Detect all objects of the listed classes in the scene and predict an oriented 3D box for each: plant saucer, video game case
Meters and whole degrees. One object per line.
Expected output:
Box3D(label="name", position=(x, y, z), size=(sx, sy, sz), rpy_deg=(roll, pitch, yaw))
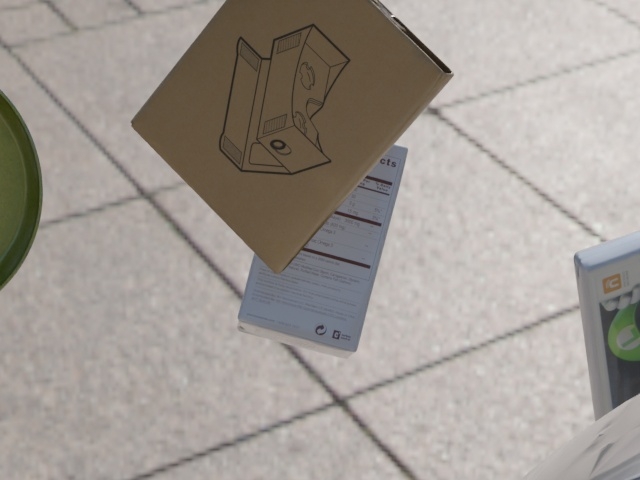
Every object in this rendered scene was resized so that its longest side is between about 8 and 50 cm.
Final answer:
Box3D(label="plant saucer", position=(-0.355, -0.048, 1.301), size=(0.241, 0.241, 0.037), rpy_deg=(6, 7, 5))
Box3D(label="video game case", position=(0.239, 0.057, 0.868), size=(0.173, 0.190, 0.022), rpy_deg=(-19, 37, -5))

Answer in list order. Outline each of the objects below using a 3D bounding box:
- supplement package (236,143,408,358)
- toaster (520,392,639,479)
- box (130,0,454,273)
Box3D(label="supplement package", position=(0.000, 0.000, 1.267), size=(0.105, 0.179, 0.105), rpy_deg=(15, -9, -1))
Box3D(label="toaster", position=(0.110, 0.105, 0.391), size=(0.146, 0.227, 0.129), rpy_deg=(-20, 79, -58))
Box3D(label="box", position=(-0.024, -0.102, 1.080), size=(0.164, 0.201, 0.021), rpy_deg=(46, 22, 11))
